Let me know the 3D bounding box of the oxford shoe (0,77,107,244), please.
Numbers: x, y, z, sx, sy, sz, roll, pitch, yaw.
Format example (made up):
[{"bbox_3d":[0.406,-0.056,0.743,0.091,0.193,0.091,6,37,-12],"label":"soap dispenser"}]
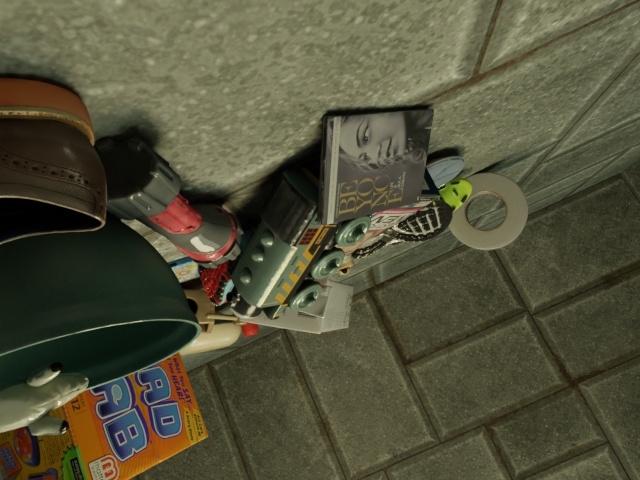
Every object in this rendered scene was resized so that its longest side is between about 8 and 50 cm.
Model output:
[{"bbox_3d":[-0.346,-0.026,0.317,0.364,0.132,0.130,-17,165,-26],"label":"oxford shoe"}]

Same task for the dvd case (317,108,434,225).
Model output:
[{"bbox_3d":[0.091,-0.121,0.719,0.221,0.018,0.164,-14,120,-34],"label":"dvd case"}]

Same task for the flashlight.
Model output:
[{"bbox_3d":[-0.188,-0.038,0.613,0.103,0.103,0.304,-50,168,-9],"label":"flashlight"}]

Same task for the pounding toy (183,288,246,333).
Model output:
[{"bbox_3d":[-0.284,0.163,1.100,0.206,0.094,0.181,2,157,-17],"label":"pounding toy"}]

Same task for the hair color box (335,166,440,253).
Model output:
[{"bbox_3d":[0.061,-0.048,0.971,0.347,0.105,0.174,-34,162,36],"label":"hair color box"}]

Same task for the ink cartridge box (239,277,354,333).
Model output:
[{"bbox_3d":[-0.079,0.154,1.184,0.272,0.129,0.309,6,173,17],"label":"ink cartridge box"}]

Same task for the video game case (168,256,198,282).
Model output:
[{"bbox_3d":[-0.342,0.081,0.954,0.166,0.015,0.119,-18,165,-22],"label":"video game case"}]

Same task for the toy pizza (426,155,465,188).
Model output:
[{"bbox_3d":[0.240,-0.146,1.060,0.201,0.032,0.201,-22,165,-7],"label":"toy pizza"}]

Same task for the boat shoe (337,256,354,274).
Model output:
[{"bbox_3d":[0.076,0.094,1.602,0.063,0.059,0.170,-20,165,-17],"label":"boat shoe"}]

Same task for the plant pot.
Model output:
[{"bbox_3d":[-0.320,0.067,0.557,0.293,0.196,0.293,-21,161,-7],"label":"plant pot"}]

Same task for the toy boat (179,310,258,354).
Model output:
[{"bbox_3d":[-0.320,0.254,1.414,0.318,0.148,0.268,-24,163,29],"label":"toy boat"}]

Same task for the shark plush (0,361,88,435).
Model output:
[{"bbox_3d":[-0.325,0.173,0.459,0.161,0.073,0.067,-19,-168,-26],"label":"shark plush"}]

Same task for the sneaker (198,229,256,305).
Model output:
[{"bbox_3d":[-0.176,0.060,0.976,0.125,0.104,0.262,-17,164,-36],"label":"sneaker"}]

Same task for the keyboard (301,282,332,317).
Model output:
[{"bbox_3d":[-0.101,0.106,1.027,0.256,0.072,0.014,14,-178,19],"label":"keyboard"}]

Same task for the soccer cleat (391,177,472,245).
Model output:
[{"bbox_3d":[0.290,-0.093,1.277,0.289,0.093,0.121,-37,-168,27],"label":"soccer cleat"}]

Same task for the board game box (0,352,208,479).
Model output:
[{"bbox_3d":[-0.578,0.428,1.125,0.356,0.356,0.356,-29,166,20],"label":"board game box"}]

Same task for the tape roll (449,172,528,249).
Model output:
[{"bbox_3d":[0.475,-0.081,1.297,0.219,0.219,0.072,-30,166,19],"label":"tape roll"}]

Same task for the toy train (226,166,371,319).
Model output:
[{"bbox_3d":[-0.049,0.014,0.825,0.190,0.142,0.333,-1,133,-49],"label":"toy train"}]

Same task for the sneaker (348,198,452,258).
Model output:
[{"bbox_3d":[0.192,-0.047,1.187,0.300,0.111,0.121,-14,-161,10],"label":"sneaker"}]
